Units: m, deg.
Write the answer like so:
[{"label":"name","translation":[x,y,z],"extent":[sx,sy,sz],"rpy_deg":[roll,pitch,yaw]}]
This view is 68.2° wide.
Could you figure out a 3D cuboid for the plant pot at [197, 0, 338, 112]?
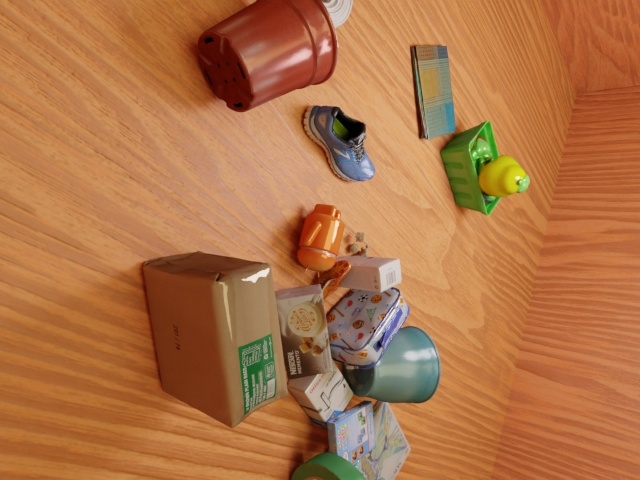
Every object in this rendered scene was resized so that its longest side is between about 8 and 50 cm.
[{"label":"plant pot","translation":[-0.143,-0.471,1.188],"extent":[0.265,0.272,0.272],"rpy_deg":[-39,120,-28]}]

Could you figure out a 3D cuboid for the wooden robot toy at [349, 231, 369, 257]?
[{"label":"wooden robot toy","translation":[0.141,0.049,1.665],"extent":[0.079,0.076,0.173],"rpy_deg":[-70,149,-70]}]

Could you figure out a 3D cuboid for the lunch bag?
[{"label":"lunch bag","translation":[0.141,0.277,1.533],"extent":[0.303,0.243,0.115],"rpy_deg":[-50,125,-33]}]

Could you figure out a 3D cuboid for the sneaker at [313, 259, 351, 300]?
[{"label":"sneaker","translation":[0.038,0.125,1.500],"extent":[0.067,0.175,0.064],"rpy_deg":[18,36,-45]}]

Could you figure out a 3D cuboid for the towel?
[{"label":"towel","translation":[0.477,-0.620,1.976],"extent":[0.271,0.040,0.370],"rpy_deg":[-23,107,-45]}]

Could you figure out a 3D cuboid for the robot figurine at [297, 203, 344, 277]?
[{"label":"robot figurine","translation":[-0.001,-0.001,1.449],"extent":[0.128,0.158,0.219],"rpy_deg":[16,80,-13]}]

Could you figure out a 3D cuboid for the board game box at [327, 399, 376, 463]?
[{"label":"board game box","translation":[0.105,0.634,1.541],"extent":[0.211,0.039,0.160],"rpy_deg":[-5,91,-52]}]

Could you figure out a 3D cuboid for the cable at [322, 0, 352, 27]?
[{"label":"cable","translation":[-0.013,-0.752,1.410],"extent":[0.257,0.089,0.257],"rpy_deg":[-54,128,-30]}]

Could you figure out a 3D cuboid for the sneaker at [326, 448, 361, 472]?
[{"label":"sneaker","translation":[0.085,0.842,1.558],"extent":[0.135,0.150,0.366],"rpy_deg":[8,86,-20]}]

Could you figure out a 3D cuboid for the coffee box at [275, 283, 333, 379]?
[{"label":"coffee box","translation":[-0.050,0.267,1.395],"extent":[0.141,0.098,0.247],"rpy_deg":[-8,102,-4]}]

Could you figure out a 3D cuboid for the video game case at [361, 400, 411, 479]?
[{"label":"video game case","translation":[0.219,0.821,1.804],"extent":[0.300,0.036,0.329],"rpy_deg":[-46,124,-34]}]

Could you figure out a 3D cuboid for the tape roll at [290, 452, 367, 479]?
[{"label":"tape roll","translation":[0.041,0.809,1.409],"extent":[0.077,0.321,0.321],"rpy_deg":[-7,98,-46]}]

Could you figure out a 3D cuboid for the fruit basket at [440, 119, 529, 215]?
[{"label":"fruit basket","translation":[0.739,-0.302,2.038],"extent":[0.283,0.392,0.392],"rpy_deg":[-47,124,-33]}]

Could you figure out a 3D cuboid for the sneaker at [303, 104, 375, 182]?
[{"label":"sneaker","translation":[0.089,-0.300,1.508],"extent":[0.330,0.147,0.130],"rpy_deg":[42,64,-41]}]

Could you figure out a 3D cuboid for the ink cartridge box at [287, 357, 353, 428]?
[{"label":"ink cartridge box","translation":[0.003,0.479,1.516],"extent":[0.148,0.086,0.203],"rpy_deg":[-50,127,-32]}]

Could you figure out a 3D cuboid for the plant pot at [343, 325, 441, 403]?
[{"label":"plant pot","translation":[0.230,0.437,1.642],"extent":[0.255,0.271,0.272],"rpy_deg":[5,89,-33]}]

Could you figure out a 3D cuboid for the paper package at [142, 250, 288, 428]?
[{"label":"paper package","translation":[-0.242,0.204,1.076],"extent":[0.168,0.309,0.325],"rpy_deg":[-15,105,-45]}]

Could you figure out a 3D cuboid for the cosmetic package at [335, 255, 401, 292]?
[{"label":"cosmetic package","translation":[0.133,0.103,1.520],"extent":[0.117,0.231,0.086],"rpy_deg":[-17,105,-45]}]
